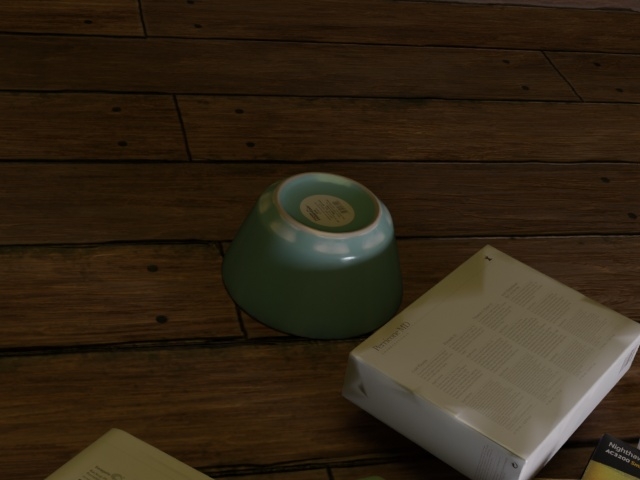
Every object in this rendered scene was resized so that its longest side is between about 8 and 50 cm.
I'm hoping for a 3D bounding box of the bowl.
[{"bbox_3d":[0.000,0.000,1.762,0.312,0.163,0.311,8,36,-5],"label":"bowl"}]

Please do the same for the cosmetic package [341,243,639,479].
[{"bbox_3d":[0.257,0.174,1.544,0.284,0.097,0.377,32,42,25],"label":"cosmetic package"}]

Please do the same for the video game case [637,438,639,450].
[{"bbox_3d":[0.574,0.330,1.597,0.190,0.022,0.173,23,38,15],"label":"video game case"}]

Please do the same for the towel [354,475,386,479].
[{"bbox_3d":[0.049,0.362,1.269,0.248,0.038,0.325,-10,8,-27],"label":"towel"}]

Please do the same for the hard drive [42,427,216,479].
[{"bbox_3d":[-0.252,0.353,1.179,0.233,0.047,0.353,23,29,21],"label":"hard drive"}]

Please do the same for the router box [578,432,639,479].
[{"bbox_3d":[0.469,0.418,1.403,0.309,0.081,0.243,25,39,17],"label":"router box"}]

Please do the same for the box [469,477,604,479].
[{"bbox_3d":[0.259,0.364,1.382,0.201,0.021,0.164,-7,23,35],"label":"box"}]
